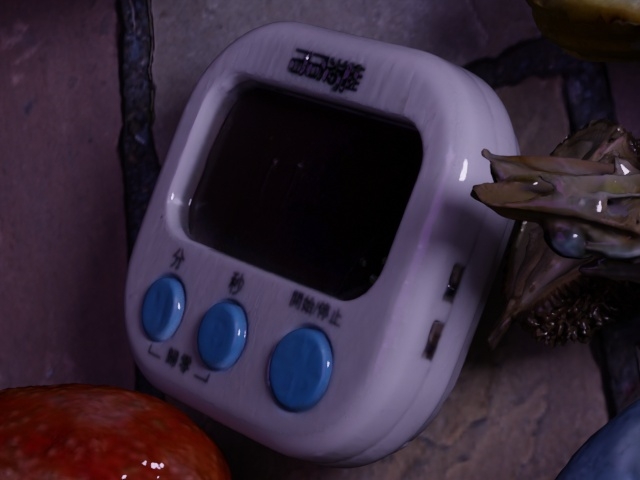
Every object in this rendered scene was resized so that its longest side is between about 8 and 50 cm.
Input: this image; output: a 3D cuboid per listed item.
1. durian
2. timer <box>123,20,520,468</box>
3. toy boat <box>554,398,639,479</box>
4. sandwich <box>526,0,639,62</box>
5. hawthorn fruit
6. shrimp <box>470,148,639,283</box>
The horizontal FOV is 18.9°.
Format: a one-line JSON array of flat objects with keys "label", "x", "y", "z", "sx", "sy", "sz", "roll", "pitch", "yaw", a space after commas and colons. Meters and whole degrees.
[{"label": "durian", "x": 0.143, "y": 0.009, "z": 1.014, "sx": 0.140, "sy": 0.071, "sz": 0.110, "roll": -60, "pitch": 15, "yaw": 12}, {"label": "timer", "x": 0.000, "y": 0.000, "z": 1.112, "sx": 0.262, "sy": 0.087, "sz": 0.237, "roll": 20, "pitch": 89, "yaw": 49}, {"label": "toy boat", "x": 0.236, "y": 0.153, "z": 0.832, "sx": 0.330, "sy": 0.123, "sz": 0.215, "roll": 3, "pitch": 96, "yaw": 32}, {"label": "sandwich", "x": 0.231, "y": -0.197, "z": 1.000, "sx": 0.251, "sy": 0.087, "sz": 0.226, "roll": 12, "pitch": 82, "yaw": 43}, {"label": "hawthorn fruit", "x": -0.126, "y": 0.183, "z": 1.104, "sx": 0.253, "sy": 0.205, "sz": 0.205, "roll": 0, "pitch": 77, "yaw": 31}, {"label": "shrimp", "x": 0.224, "y": -0.047, "z": 0.889, "sx": 0.317, "sy": 0.077, "sz": 0.168, "roll": -2, "pitch": 117, "yaw": 11}]
